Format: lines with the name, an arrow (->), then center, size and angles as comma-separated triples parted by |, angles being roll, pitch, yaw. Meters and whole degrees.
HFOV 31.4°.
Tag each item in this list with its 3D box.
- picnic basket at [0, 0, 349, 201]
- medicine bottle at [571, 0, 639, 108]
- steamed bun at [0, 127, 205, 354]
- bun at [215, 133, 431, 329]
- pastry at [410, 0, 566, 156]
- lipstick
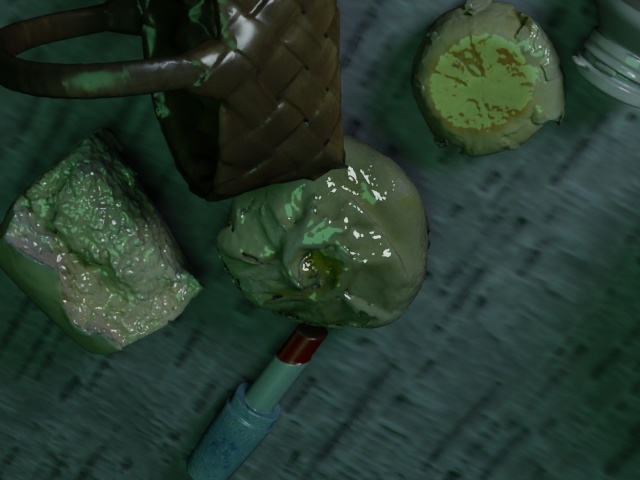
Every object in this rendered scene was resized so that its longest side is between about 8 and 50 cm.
picnic basket -> -0.159, -0.192, 1.081 | 0.337, 0.293, 0.337 | -9, 115, -21
medicine bottle -> 0.329, -0.235, 1.058 | 0.135, 0.135, 0.215 | 28, 117, 0
steamed bun -> -0.255, 0.020, 1.298 | 0.200, 0.170, 0.225 | -36, 103, 20
bun -> 0.000, 0.000, 1.242 | 0.239, 0.141, 0.239 | 6, 119, 10
pastry -> 0.168, -0.165, 1.156 | 0.166, 0.088, 0.165 | 5, 117, 10
lipstick -> -0.077, 0.198, 1.398 | 0.068, 0.061, 0.274 | 35, 118, -2
